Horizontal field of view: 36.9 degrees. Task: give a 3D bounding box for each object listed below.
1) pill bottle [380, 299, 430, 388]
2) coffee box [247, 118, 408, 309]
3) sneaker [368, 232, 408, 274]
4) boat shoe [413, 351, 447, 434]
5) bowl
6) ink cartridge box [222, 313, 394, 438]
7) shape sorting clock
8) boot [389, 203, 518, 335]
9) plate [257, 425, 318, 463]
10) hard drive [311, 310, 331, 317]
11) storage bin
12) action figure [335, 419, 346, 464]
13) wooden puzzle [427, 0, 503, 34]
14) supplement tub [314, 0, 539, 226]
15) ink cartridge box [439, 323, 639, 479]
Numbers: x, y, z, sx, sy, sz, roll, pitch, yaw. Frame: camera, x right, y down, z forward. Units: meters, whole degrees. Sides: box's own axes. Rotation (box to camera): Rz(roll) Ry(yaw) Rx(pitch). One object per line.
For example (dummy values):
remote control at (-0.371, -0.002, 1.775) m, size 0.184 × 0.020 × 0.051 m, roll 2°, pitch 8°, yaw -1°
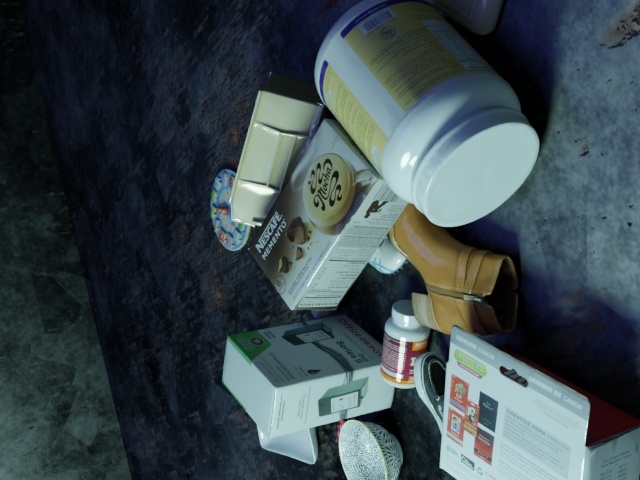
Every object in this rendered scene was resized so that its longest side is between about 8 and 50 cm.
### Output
pill bottle at (0.159, 0.192, 1.789) m, size 0.086 × 0.086 × 0.152 m, roll 36°, pitch 130°, yaw 50°
coffee box at (0.017, -0.039, 1.665) m, size 0.168 × 0.118 × 0.297 m, roll 52°, pitch 123°, yaw 33°
sneaker at (0.097, -0.001, 1.795) m, size 0.085 × 0.086 × 0.237 m, roll -58°, pitch 28°, yaw 1°
boat shoe at (0.240, 0.297, 1.705) m, size 0.070 × 0.077 × 0.219 m, roll -36°, pitch 76°, yaw 58°
bowl at (0.115, 0.438, 1.950) m, size 0.170 × 0.080 × 0.170 m, roll 28°, pitch 124°, yaw 54°
ink cartridge box at (-0.021, 0.262, 1.919) m, size 0.211 × 0.289 × 0.122 m, roll 38°, pitch 128°, yaw 49°
shape sorting clock at (-0.229, -0.076, 2.407) m, size 0.206 × 0.040 × 0.206 m, roll 27°, pitch 123°, yaw 53°
boot at (0.223, 0.027, 1.604) m, size 0.220 × 0.109 × 0.284 m, roll 0°, pitch 98°, yaw 59°
plate at (-0.089, 0.382, 2.315) m, size 0.277 × 0.045 × 0.278 m, roll -5°, pitch 95°, yaw 59°
hard drive at (0.000, 0.000, 1.930) m, size 0.353 × 0.047 × 0.233 m, roll 116°, pitch 140°, yaw -69°
storage bin at (-0.082, -0.178, 1.863) m, size 0.262 × 0.123 × 0.261 m, roll -86°, pitch 12°, yaw -72°
action figure at (0.051, 0.440, 2.115) m, size 0.038 × 0.030 × 0.115 m, roll -7°, pitch 91°, yaw 65°
wooden puzzle at (0.220, -0.472, 1.520) m, size 0.238 × 0.044 × 0.221 m, roll 43°, pitch 134°, yaw 40°
supplement tub at (0.162, -0.207, 1.500) m, size 0.331 × 0.241 × 0.241 m, roll 56°, pitch 143°, yaw 34°
ink cartridge box at (0.334, 0.289, 1.478) m, size 0.309 × 0.130 × 0.272 m, roll 29°, pitch 124°, yaw 52°
